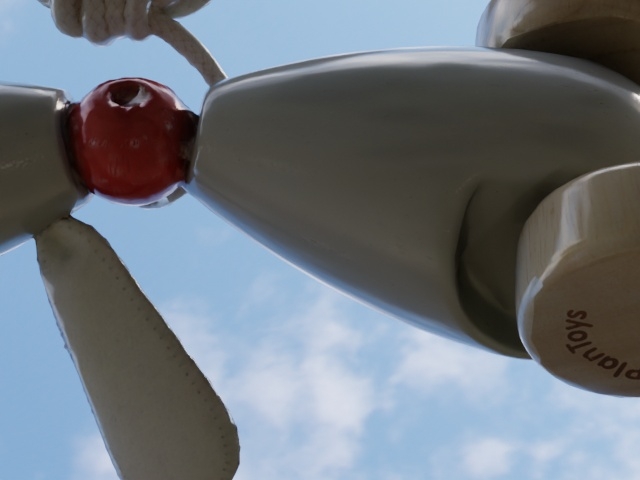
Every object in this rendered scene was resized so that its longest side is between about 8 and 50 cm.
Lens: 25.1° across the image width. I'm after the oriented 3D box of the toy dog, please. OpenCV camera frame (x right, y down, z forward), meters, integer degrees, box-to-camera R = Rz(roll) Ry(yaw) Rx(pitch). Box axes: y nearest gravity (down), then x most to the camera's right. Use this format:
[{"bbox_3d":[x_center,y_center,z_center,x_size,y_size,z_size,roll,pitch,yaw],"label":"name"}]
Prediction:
[{"bbox_3d":[0.000,0.000,0.533,0.334,0.161,0.220,13,-133,20],"label":"toy dog"}]
